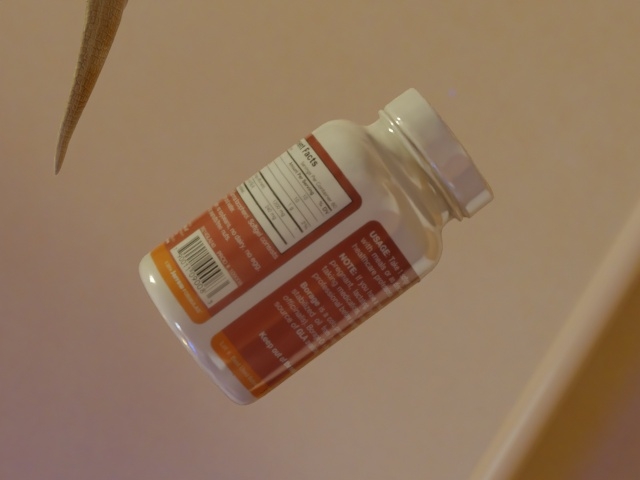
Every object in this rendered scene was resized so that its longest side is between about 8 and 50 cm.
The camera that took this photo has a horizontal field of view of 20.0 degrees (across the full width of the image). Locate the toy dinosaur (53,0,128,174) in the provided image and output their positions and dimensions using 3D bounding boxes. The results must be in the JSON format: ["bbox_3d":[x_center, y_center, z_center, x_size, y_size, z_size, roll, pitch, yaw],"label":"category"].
[{"bbox_3d":[-0.069,-0.121,0.611,0.092,0.053,0.183,55,-145,-50],"label":"toy dinosaur"}]

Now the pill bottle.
[{"bbox_3d":[0.000,0.000,1.181,0.216,0.121,0.121,-36,-11,1],"label":"pill bottle"}]
